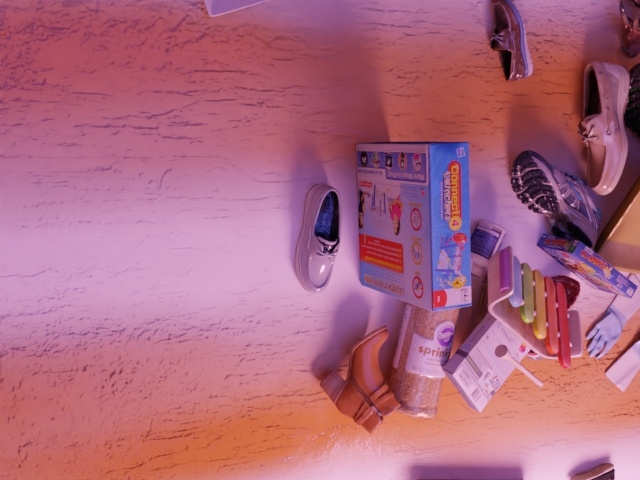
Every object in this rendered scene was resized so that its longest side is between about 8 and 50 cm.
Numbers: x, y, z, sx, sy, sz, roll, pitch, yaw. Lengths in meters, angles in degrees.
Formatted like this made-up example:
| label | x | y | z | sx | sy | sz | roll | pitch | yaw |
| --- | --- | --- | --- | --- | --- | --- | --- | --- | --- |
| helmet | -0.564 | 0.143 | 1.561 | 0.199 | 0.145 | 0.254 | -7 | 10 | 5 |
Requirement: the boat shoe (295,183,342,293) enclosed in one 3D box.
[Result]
| label | x | y | z | sx | sy | sz | roll | pitch | yaw |
| --- | --- | --- | --- | --- | --- | --- | --- | --- | --- |
| boat shoe | 0.001 | 0.000 | 1.640 | 0.079 | 0.081 | 0.228 | 3 | 95 | -21 |

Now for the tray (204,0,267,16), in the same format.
| label | x | y | z | sx | sy | sz | roll | pitch | yaw |
| --- | --- | --- | --- | --- | --- | --- | --- | --- | --- |
| tray | -0.115 | -0.534 | 1.557 | 0.270 | 0.030 | 0.145 | -22 | 105 | -17 |

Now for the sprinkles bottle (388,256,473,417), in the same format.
| label | x | y | z | sx | sy | sz | roll | pitch | yaw |
| --- | --- | --- | --- | --- | --- | --- | --- | --- | --- |
| sprinkles bottle | 0.229 | 0.192 | 1.733 | 0.121 | 0.121 | 0.356 | 12 | 93 | -22 |

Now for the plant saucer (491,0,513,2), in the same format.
| label | x | y | z | sx | sy | sz | roll | pitch | yaw |
| --- | --- | --- | --- | --- | --- | --- | --- | --- | --- |
| plant saucer | 0.397 | -0.554 | 1.761 | 0.083 | 0.013 | 0.084 | -2 | 97 | -21 |

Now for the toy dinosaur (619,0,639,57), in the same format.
| label | x | y | z | sx | sy | sz | roll | pitch | yaw |
| --- | --- | --- | --- | --- | --- | --- | --- | --- | --- |
| toy dinosaur | 0.720 | -0.580 | 1.830 | 0.200 | 0.127 | 0.296 | -36 | 102 | -6 |

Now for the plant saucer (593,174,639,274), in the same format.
| label | x | y | z | sx | sy | sz | roll | pitch | yaw |
| --- | --- | --- | --- | --- | --- | --- | --- | --- | --- |
| plant saucer | 0.825 | -0.068 | 1.894 | 0.332 | 0.081 | 0.333 | 9 | 126 | -22 |

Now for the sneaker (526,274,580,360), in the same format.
| label | x | y | z | sx | sy | sz | roll | pitch | yaw |
| --- | --- | --- | --- | --- | --- | --- | --- | --- | --- |
| sneaker | 0.527 | 0.177 | 1.875 | 0.225 | 0.088 | 0.093 | -54 | 150 | -17 |

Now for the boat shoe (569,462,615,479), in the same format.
| label | x | y | z | sx | sy | sz | roll | pitch | yaw |
| --- | --- | --- | --- | --- | --- | --- | --- | --- | --- |
| boat shoe | 0.669 | 0.586 | 1.989 | 0.132 | 0.049 | 0.042 | -12 | 93 | -24 |

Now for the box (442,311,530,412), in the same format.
| label | x | y | z | sx | sy | sz | roll | pitch | yaw |
| --- | --- | --- | --- | --- | --- | --- | --- | --- | --- |
| box | 0.357 | 0.253 | 1.735 | 0.186 | 0.038 | 0.145 | -47 | 124 | -14 |

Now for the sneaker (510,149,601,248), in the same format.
| label | x | y | z | sx | sy | sz | roll | pitch | yaw |
| --- | --- | --- | --- | --- | --- | --- | --- | --- | --- |
| sneaker | 0.538 | -0.109 | 1.840 | 0.283 | 0.110 | 0.122 | 47 | 62 | -22 |

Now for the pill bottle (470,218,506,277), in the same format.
| label | x | y | z | sx | sy | sz | roll | pitch | yaw |
| --- | --- | --- | --- | --- | --- | --- | --- | --- | --- |
| pill bottle | 0.357 | 0.018 | 1.788 | 0.067 | 0.067 | 0.120 | 27 | 86 | -22 |

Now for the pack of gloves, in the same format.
| label | x | y | z | sx | sy | sz | roll | pitch | yaw |
| --- | --- | --- | --- | --- | --- | --- | --- | --- | --- |
| pack of gloves | 0.764 | 0.230 | 1.985 | 0.195 | 0.046 | 0.232 | 43 | 81 | -21 |

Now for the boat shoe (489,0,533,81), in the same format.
| label | x | y | z | sx | sy | sz | roll | pitch | yaw |
| --- | --- | --- | --- | --- | --- | --- | --- | --- | --- |
| boat shoe | 0.404 | -0.432 | 1.751 | 0.066 | 0.066 | 0.183 | -27 | 105 | -15 |

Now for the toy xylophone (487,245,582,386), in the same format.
| label | x | y | z | sx | sy | sz | roll | pitch | yaw |
| --- | --- | --- | --- | --- | --- | --- | --- | --- | --- |
| toy xylophone | 0.442 | 0.165 | 1.691 | 0.322 | 0.081 | 0.236 | 30 | 50 | -41 |

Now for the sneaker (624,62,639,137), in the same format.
| label | x | y | z | sx | sy | sz | roll | pitch | yaw |
| --- | --- | --- | --- | --- | --- | --- | --- | --- | --- |
| sneaker | 0.822 | -0.291 | 1.911 | 0.343 | 0.134 | 0.146 | 46 | 73 | -29 |

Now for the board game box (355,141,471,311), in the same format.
| label | x | y | z | sx | sy | sz | roll | pitch | yaw |
| --- | --- | --- | --- | --- | --- | --- | --- | --- | --- |
| board game box | 0.175 | -0.040 | 1.582 | 0.086 | 0.308 | 0.302 | -6 | 99 | -22 |

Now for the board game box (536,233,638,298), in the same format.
| label | x | y | z | sx | sy | sz | roll | pitch | yaw |
| --- | --- | --- | --- | --- | --- | --- | --- | --- | --- |
| board game box | 0.608 | 0.058 | 1.854 | 0.201 | 0.136 | 0.035 | 34 | 85 | -22 |

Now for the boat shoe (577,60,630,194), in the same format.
| label | x | y | z | sx | sy | sz | roll | pitch | yaw |
| --- | --- | --- | --- | --- | --- | --- | --- | --- | --- |
| boat shoe | 0.631 | -0.256 | 1.843 | 0.098 | 0.109 | 0.303 | 6 | 89 | -16 |

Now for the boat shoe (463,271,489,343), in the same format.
| label | x | y | z | sx | sy | sz | roll | pitch | yaw |
| --- | --- | --- | --- | --- | --- | --- | --- | --- | --- |
| boat shoe | 0.386 | 0.208 | 1.823 | 0.104 | 0.089 | 0.285 | 13 | 95 | -37 |

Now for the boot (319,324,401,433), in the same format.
| label | x | y | z | sx | sy | sz | roll | pitch | yaw |
| --- | --- | --- | --- | --- | --- | --- | --- | --- | --- |
| boot | 0.113 | 0.289 | 1.691 | 0.152 | 0.073 | 0.197 | 42 | 94 | 15 |
